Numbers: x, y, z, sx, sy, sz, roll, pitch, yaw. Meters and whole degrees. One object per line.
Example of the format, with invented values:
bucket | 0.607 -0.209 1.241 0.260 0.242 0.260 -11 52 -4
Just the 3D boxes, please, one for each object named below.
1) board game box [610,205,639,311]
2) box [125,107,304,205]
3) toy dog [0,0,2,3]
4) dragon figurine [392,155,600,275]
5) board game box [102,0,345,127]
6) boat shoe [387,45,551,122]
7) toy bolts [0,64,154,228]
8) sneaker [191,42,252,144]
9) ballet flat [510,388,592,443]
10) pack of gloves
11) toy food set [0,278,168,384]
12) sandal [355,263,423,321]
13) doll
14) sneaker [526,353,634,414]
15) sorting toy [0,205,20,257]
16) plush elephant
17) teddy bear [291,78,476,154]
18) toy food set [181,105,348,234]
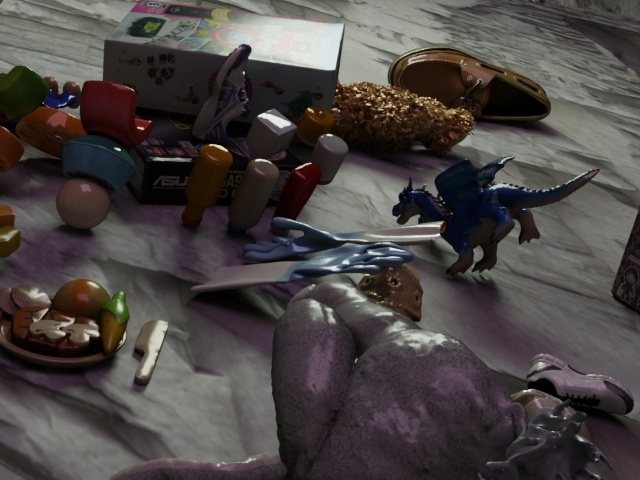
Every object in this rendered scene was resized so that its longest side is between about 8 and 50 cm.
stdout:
board game box | 0.518 -0.040 1.369 0.232 0.291 0.141 -3 27 -35
box | -0.175 -0.127 1.503 0.216 0.060 0.270 0 26 -28
toy dog | -0.550 -0.261 1.383 0.161 0.220 0.334 29 26 10
dragon figurine | 0.190 -0.053 1.344 0.085 0.289 0.144 -6 67 -34
board game box | -0.126 -0.246 1.563 0.303 0.097 0.224 8 27 1
boat shoe | 0.277 -0.279 2.043 0.307 0.110 0.104 5 23 -19
toy bolts | -0.311 -0.088 1.309 0.228 0.158 0.218 10 -20 18
sneaker | -0.111 -0.183 1.429 0.058 0.135 0.052 25 12 -4
ballet flat | 0.154 0.166 0.948 0.248 0.086 0.086 -7 29 -35
pack of gloves | 0.000 0.000 1.204 0.232 0.046 0.195 -6 11 20
toy food set | -0.237 0.071 1.026 0.192 0.038 0.132 11 22 -5
sandal | 0.069 0.051 1.184 0.088 0.079 0.240 16 23 6
doll | -0.409 -0.178 1.516 0.129 0.046 0.189 14 25 20
sneaker | 0.254 0.151 1.115 0.109 0.040 0.044 18 39 22
sorting toy | -0.437 0.008 1.077 0.307 0.041 0.229 0 21 -29
plush elephant | 0.005 0.184 0.668 0.255 0.272 0.330 -33 0 -12
teddy bear | 0.084 -0.208 1.773 0.338 0.113 0.245 7 21 -15
toy food set | -0.058 -0.076 1.366 0.111 0.104 0.232 39 38 15
